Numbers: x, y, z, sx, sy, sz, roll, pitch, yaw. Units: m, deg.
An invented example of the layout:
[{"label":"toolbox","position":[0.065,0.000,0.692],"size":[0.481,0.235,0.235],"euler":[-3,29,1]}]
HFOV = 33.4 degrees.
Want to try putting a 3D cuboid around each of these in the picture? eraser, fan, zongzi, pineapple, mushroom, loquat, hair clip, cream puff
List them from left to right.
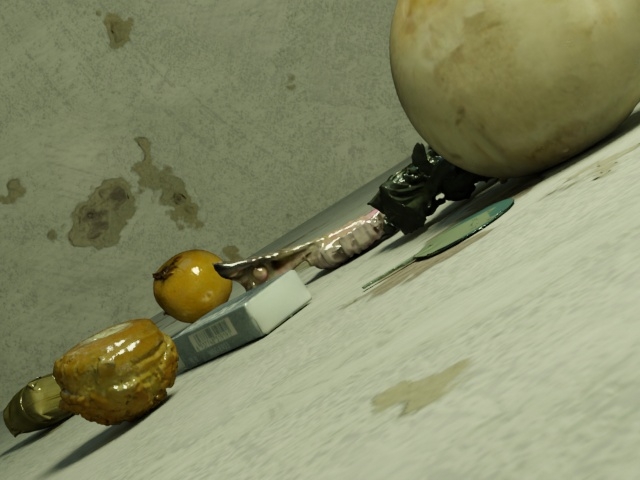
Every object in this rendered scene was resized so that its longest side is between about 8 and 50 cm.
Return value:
[{"label":"zongzi","position":[-0.416,0.251,1.734],"size":[0.176,0.078,0.160],"euler":[-21,-5,-43]},{"label":"cream puff","position":[-0.220,0.148,1.176],"size":[0.126,0.103,0.144],"euler":[-15,11,27]},{"label":"loquat","position":[-0.228,0.083,1.910],"size":[0.141,0.141,0.141],"euler":[-32,4,2]},{"label":"eraser","position":[-0.107,0.101,1.303],"size":[0.092,0.046,0.212],"euler":[-35,5,-41]},{"label":"hair clip","position":[0.001,0.008,1.471],"size":[0.300,0.069,0.173],"euler":[-22,3,-12]},{"label":"fan","position":[0.116,0.004,1.065],"size":[0.175,0.005,0.113],"euler":[-31,4,11]},{"label":"pineapple","position":[0.156,-0.090,1.308],"size":[0.237,0.119,0.111],"euler":[-38,50,-26]},{"label":"mushroom","position":[0.235,-0.214,1.170],"size":[0.292,0.293,0.290],"euler":[-30,-13,33]}]

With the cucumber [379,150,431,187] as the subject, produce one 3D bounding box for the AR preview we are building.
[{"label":"cucumber","position":[0.225,-0.137,1.621],"size":[0.293,0.067,0.067],"euler":[-32,4,-8]}]
